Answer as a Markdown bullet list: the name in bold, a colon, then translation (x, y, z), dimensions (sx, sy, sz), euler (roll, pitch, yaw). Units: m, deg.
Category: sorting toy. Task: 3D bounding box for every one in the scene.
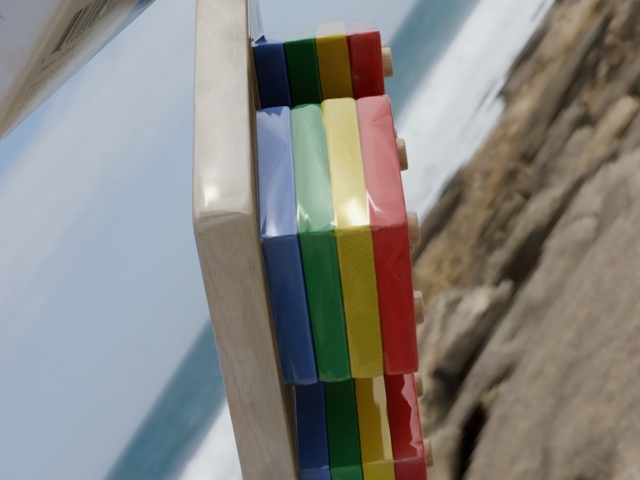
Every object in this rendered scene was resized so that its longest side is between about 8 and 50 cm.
- **sorting toy**: translation (0.000, 0.000, 0.733), dimensions (0.255, 0.089, 0.257), euler (-94, -2, -49)

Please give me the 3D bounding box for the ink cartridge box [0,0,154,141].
- **ink cartridge box**: translation (-0.050, -0.142, 0.408), dimensions (0.231, 0.078, 0.134), euler (-47, 4, 44)
